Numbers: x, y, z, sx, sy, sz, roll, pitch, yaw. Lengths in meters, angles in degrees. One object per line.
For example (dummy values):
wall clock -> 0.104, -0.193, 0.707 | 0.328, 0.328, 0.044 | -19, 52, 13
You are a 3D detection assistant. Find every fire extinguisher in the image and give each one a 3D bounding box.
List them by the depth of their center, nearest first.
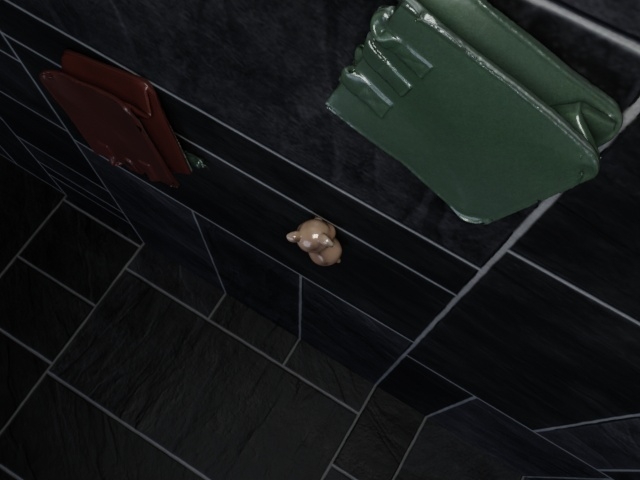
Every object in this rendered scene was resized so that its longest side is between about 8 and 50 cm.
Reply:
fire extinguisher -> -0.275, -0.175, 1.370 | 0.083, 0.025, 0.038 | 26, 162, 19

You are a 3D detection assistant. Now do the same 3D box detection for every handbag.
handbag -> 0.143, -0.138, 0.676 | 0.260, 0.079, 0.247 | 36, 161, -8
handbag -> -0.409, -0.241, 1.305 | 0.260, 0.084, 0.275 | 24, 154, 20

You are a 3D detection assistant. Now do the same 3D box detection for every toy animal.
toy animal -> 0.000, 0.006, 1.287 | 0.150, 0.083, 0.089 | 42, -155, -54
